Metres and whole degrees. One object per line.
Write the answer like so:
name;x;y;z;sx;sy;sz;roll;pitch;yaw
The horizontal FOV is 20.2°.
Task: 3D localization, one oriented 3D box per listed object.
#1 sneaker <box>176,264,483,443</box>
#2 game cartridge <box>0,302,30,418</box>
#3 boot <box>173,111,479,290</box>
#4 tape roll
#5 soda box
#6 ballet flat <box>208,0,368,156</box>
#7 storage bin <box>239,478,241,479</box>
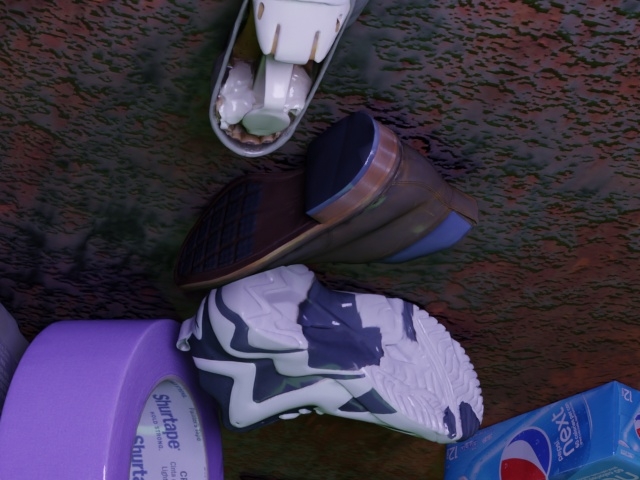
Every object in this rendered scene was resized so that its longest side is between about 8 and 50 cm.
sneaker;-0.004;0.100;1.353;0.235;0.094;0.153;22;150;-27
game cartridge;-0.277;0.108;1.278;0.068;0.230;0.355;-16;149;5
boot;0.000;0.000;1.172;0.106;0.082;0.219;28;144;-31
tape roll;-0.155;0.197;1.370;0.090;0.275;0.275;-2;152;15
soda box;0.195;0.184;1.499;0.071;0.067;0.210;23;147;-30
ballet flat;-0.015;-0.111;0.976;0.072;0.068;0.213;11;152;-9
storage bin;-0.033;0.289;1.730;0.091;0.098;0.135;-3;153;-4
